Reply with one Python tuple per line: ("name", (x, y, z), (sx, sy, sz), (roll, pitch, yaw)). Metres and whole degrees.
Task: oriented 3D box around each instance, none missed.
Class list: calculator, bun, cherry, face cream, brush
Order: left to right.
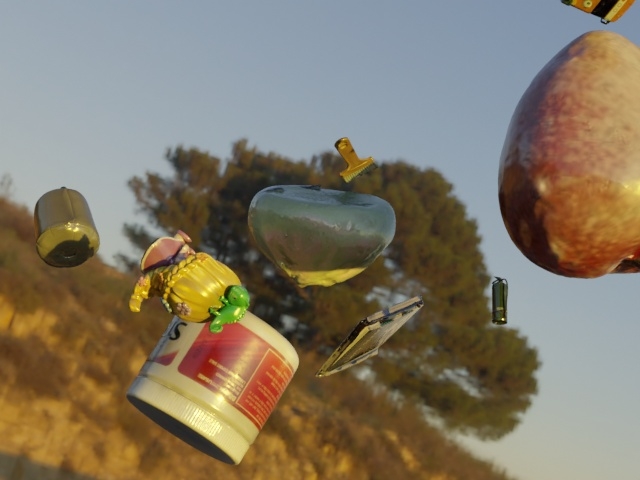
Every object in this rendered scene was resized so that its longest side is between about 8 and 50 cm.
("face cream", (-0.158, 0.204, 1.635), (0.201, 0.187, 0.201), (28, -19, 11))
("bun", (0.000, 0.000, 2.114), (0.293, 0.187, 0.293), (6, 13, -1))
("brush", (0.065, -0.174, 2.325), (0.082, 0.010, 0.218), (-26, -21, 7))
("calculator", (0.097, 0.182, 2.084), (0.028, 0.166, 0.274), (48, 25, 15))
("cherry", (0.412, -0.098, 1.516), (0.326, 0.335, 0.291), (20, -22, -12))

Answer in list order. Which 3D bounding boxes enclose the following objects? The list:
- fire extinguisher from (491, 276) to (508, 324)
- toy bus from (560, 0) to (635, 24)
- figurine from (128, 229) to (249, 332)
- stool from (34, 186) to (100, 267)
("fire extinguisher", (0.292, 0.093, 1.777), (0.025, 0.083, 0.038), (18, -28, -31))
("toy bus", (0.367, -0.383, 1.471), (0.114, 0.201, 0.098), (20, -52, -18))
("figurine", (-0.162, 0.068, 1.333), (0.156, 0.115, 0.095), (36, -15, 30))
("stool", (-0.390, -0.021, 1.671), (0.096, 0.110, 0.096), (-12, -40, -10))
